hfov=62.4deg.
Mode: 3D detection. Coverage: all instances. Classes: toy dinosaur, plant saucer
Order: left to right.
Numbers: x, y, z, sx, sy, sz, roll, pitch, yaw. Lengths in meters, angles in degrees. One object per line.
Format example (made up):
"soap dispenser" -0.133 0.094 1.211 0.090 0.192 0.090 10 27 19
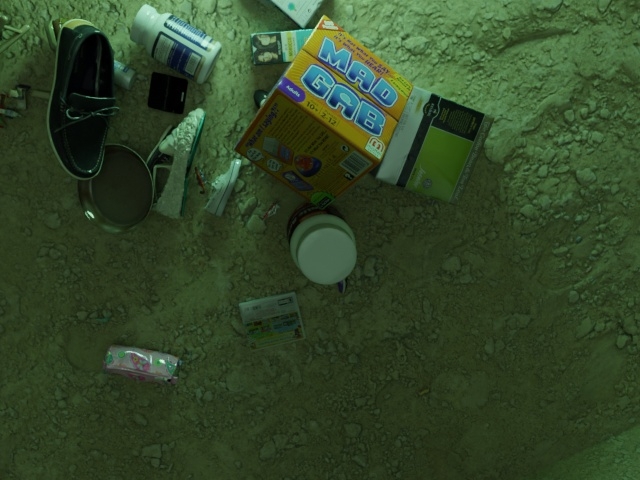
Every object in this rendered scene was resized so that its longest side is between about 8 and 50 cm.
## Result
"plant saucer" -0.702 -0.177 1.835 0.311 0.050 0.310 2 99 16
"toy dinosaur" -0.433 -0.209 1.895 0.047 0.090 0.082 -16 75 14

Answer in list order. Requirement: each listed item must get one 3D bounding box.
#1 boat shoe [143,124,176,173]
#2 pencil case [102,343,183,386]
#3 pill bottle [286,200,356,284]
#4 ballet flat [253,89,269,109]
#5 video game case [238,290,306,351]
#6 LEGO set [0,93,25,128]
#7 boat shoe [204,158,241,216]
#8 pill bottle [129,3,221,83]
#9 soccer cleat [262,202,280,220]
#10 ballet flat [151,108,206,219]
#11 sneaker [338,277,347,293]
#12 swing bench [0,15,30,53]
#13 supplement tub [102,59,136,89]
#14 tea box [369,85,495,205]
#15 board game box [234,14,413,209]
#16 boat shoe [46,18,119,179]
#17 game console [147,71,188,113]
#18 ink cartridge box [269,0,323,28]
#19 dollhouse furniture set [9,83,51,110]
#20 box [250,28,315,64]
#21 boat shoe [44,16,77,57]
"boat shoe" -0.552 -0.303 1.851 0.065 0.075 0.206 31 94 -13
"pencil case" -0.681 0.481 2.027 0.284 0.124 0.124 16 103 -9
"pill bottle" 0.000 0.000 1.828 0.224 0.392 0.224 -2 105 -6
"ballet flat" -0.160 -0.444 1.858 0.074 0.074 0.203 -36 106 4
"video game case" -0.189 0.318 2.086 0.227 0.026 0.206 -13 106 -4
"LEGO set" -1.127 -0.449 1.771 0.182 0.060 0.244 -28 95 2
"boat shoe" -0.353 -0.193 1.897 0.076 0.083 0.226 21 103 -12
"pill bottle" -0.471 -0.641 1.726 0.265 0.153 0.153 28 100 -13
"soccer cleat" -0.183 -0.103 1.970 0.036 0.029 0.083 38 94 -10
"ballet flat" -0.499 -0.260 1.808 0.147 0.147 0.409 15 112 -10
"sneaker" 0.062 0.125 2.051 0.071 0.068 0.170 -13 98 13
"swing bench" -1.107 -0.672 1.630 0.255 0.165 0.253 -44 100 6
"supplement tub" -0.680 -0.560 1.768 0.107 0.071 0.071 25 101 -12
"tea box" 0.375 -0.337 1.868 0.324 0.220 0.329 19 103 -10
"board game box" 0.008 -0.387 1.671 0.356 0.356 0.356 33 58 -14
"boat shoe" -0.744 -0.431 1.669 0.187 0.156 0.500 -9 114 -49
"game console" -0.528 -0.509 1.829 0.107 0.071 0.122 2 108 -38
"ink cartridge box" -0.124 -0.878 1.748 0.311 0.065 0.186 36 99 -16
"dollhouse furniture set" -0.961 -0.460 1.766 0.114 0.091 0.081 9 119 -12
"box" -0.112 -0.661 1.808 0.244 0.060 0.100 -7 106 -5
"boat shoe" -0.800 -0.568 1.731 0.104 0.111 0.307 -14 110 -7
